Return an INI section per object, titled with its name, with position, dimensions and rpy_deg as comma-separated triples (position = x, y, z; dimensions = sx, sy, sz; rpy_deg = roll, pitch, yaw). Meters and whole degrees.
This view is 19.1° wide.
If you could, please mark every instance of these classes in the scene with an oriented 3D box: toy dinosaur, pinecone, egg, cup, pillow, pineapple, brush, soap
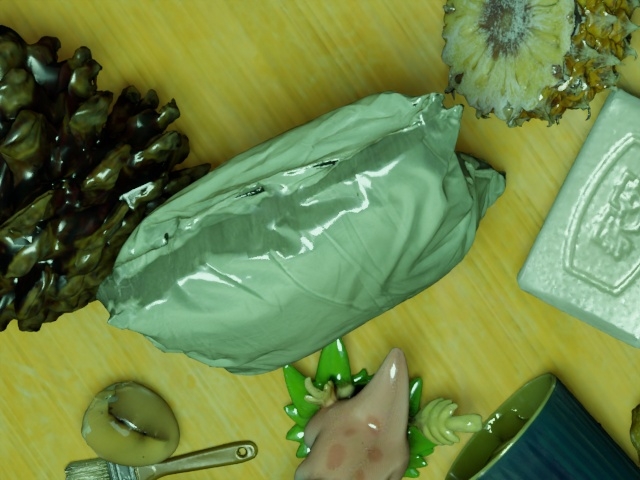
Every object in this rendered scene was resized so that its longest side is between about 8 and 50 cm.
[toy dinosaur]
position = 0.014, 0.166, 1.548
dimensions = 0.152, 0.177, 0.194
rpy_deg = 43, 95, 0
[pinecone]
position = -0.231, -0.043, 1.525
dimensions = 0.257, 0.243, 0.243
rpy_deg = 20, 96, 2
[egg]
position = -0.159, 0.158, 1.617
dimensions = 0.083, 0.071, 0.071
rpy_deg = 31, 97, -1
[cup]
position = 0.188, 0.219, 1.572
dimensions = 0.155, 0.131, 0.176
rpy_deg = 42, 127, -3
[pillow]
position = 0.000, 0.000, 1.496
dimensions = 0.310, 0.283, 0.138
rpy_deg = -31, 72, 4
[pineapple]
position = 0.200, -0.174, 1.540
dimensions = 0.137, 0.161, 0.176
rpy_deg = 3, 103, -38
[brush]
position = -0.137, 0.197, 1.646
dimensions = 0.170, 0.014, 0.043
rpy_deg = -12, 95, 6
[soap]
position = 0.254, -0.017, 1.556
dimensions = 0.121, 0.064, 0.183
rpy_deg = 27, 95, 18

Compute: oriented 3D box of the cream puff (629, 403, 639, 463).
[cream puff]
position = 0.305, 0.146, 1.548
dimensions = 0.116, 0.122, 0.094
rpy_deg = -35, 91, 23
